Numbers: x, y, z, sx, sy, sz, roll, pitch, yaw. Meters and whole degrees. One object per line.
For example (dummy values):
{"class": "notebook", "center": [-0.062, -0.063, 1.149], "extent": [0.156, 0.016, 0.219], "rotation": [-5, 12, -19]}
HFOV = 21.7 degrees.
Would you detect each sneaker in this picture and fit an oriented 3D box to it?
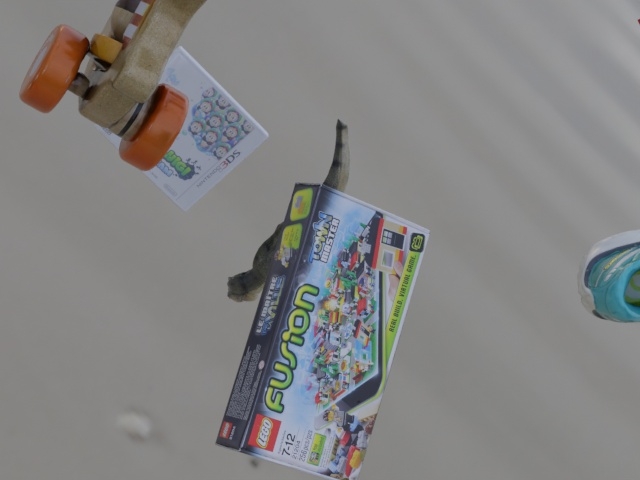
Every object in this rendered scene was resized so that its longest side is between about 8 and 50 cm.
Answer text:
{"class": "sneaker", "center": [0.381, 0.027, 1.567], "extent": [0.110, 0.275, 0.107], "rotation": [-128, -159, -80]}

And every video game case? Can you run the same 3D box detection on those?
{"class": "video game case", "center": [-0.166, -0.133, 2.013], "extent": [0.157, 0.143, 0.019], "rotation": [45, 11, -22]}

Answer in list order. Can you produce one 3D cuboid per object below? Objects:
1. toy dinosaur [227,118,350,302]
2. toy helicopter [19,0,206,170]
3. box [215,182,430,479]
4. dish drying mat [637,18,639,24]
{"class": "toy dinosaur", "center": [0.000, 0.000, 1.777], "extent": [0.118, 0.268, 0.064], "rotation": [26, 32, -18]}
{"class": "toy helicopter", "center": [-0.120, -0.231, 1.488], "extent": [0.140, 0.355, 0.235], "rotation": [30, 59, -18]}
{"class": "box", "center": [0.004, 0.072, 1.258], "extent": [0.114, 0.036, 0.207], "rotation": [22, 81, -34]}
{"class": "dish drying mat", "center": [0.348, -0.190, 1.655], "extent": [0.083, 0.032, 0.008], "rotation": [61, 16, 3]}
